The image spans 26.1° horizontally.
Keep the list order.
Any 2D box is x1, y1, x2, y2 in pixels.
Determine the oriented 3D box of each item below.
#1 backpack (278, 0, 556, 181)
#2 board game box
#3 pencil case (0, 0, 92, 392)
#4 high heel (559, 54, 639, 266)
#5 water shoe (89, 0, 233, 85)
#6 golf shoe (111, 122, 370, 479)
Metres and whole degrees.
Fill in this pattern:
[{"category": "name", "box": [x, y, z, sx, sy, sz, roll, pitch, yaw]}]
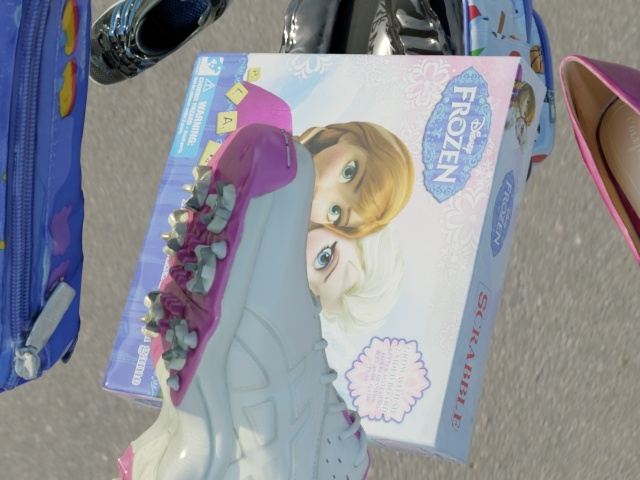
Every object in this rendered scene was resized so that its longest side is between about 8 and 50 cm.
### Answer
[{"category": "backpack", "box": [0.096, -0.171, 1.302, 0.276, 0.213, 0.263, -2, 92, 42]}, {"category": "board game box", "box": [0.000, 0.000, 1.138, 0.318, 0.066, 0.319, 5, 73, 30]}, {"category": "pencil case", "box": [-0.155, -0.061, 0.608, 0.133, 0.306, 0.119, 36, 40, 29]}, {"category": "high heel", "box": [0.194, -0.005, 0.754, 0.082, 0.117, 0.244, -38, 37, 33]}, {"category": "water shoe", "box": [-0.176, -0.207, 1.360, 0.073, 0.203, 0.080, 50, 35, -14]}, {"category": "golf shoe", "box": [-0.031, 0.085, 0.752, 0.140, 0.306, 0.115, 7, 22, -18]}]
